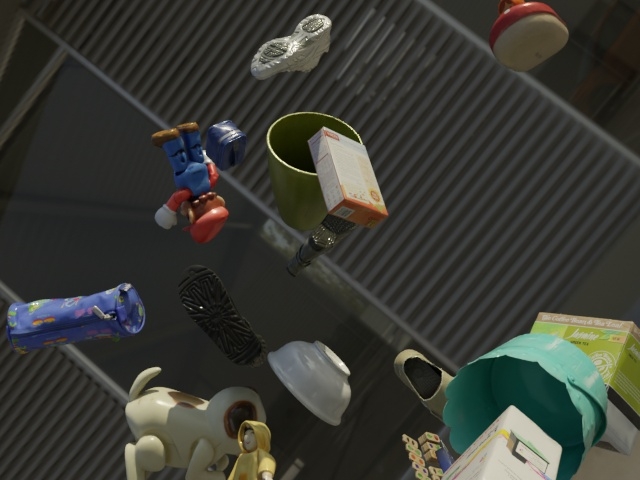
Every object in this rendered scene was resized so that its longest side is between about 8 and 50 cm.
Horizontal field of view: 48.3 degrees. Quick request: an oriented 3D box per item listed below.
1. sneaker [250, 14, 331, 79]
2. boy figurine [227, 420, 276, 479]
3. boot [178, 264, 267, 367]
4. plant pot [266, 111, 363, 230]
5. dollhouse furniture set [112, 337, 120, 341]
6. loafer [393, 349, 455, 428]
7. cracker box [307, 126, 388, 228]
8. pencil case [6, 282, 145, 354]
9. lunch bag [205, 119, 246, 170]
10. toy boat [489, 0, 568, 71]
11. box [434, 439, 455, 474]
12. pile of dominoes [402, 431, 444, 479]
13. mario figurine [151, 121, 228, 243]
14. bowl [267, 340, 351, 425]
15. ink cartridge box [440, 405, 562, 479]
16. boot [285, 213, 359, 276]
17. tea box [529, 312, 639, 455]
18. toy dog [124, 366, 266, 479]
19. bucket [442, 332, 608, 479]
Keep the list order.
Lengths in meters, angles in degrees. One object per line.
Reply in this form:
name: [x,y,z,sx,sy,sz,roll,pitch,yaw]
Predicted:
sneaker: [-0.060,-0.438,1.719,0.232,0.090,0.115,-34,-36,-13]
boy figurine: [-0.171,0.572,1.729,0.177,0.092,0.285,-28,40,44]
boot: [-0.293,0.241,2.158,0.131,0.348,0.260,-33,-8,-4]
plant pot: [-0.037,-0.176,2.101,0.275,0.274,0.294,-45,-21,-39]
dollhouse furniture set: [-0.689,0.255,2.241,0.076,0.151,0.059,-45,18,30]
loafer: [0.270,0.344,1.581,0.102,0.268,0.092,-54,-17,-1]
cracker box: [0.066,-0.155,1.764,0.155,0.232,0.067,18,-44,-41]
pencil case: [-0.550,0.176,1.596,0.305,0.120,0.133,-10,1,9]
lunch bag: [-0.196,-0.192,1.494,0.067,0.065,0.098,-29,-27,-30]
toy boat: [0.440,-0.471,1.564,0.151,0.151,0.231,-32,-11,26]
box: [0.374,0.660,1.949,0.036,0.136,0.225,-31,19,6]
pile of dominoes: [0.360,0.702,2.170,0.040,0.195,0.251,-48,38,25]
mario figurine: [-0.363,-0.145,1.923,0.197,0.321,0.170,-16,15,-7]
bowl: [-0.008,0.392,2.111,0.134,0.298,0.298,-47,-7,3]
ink cartridge box: [0.264,0.412,1.134,0.201,0.117,0.278,-54,-13,23]
boot: [0.000,0.000,1.994,0.161,0.083,0.246,-46,-5,40]
tea box: [0.775,0.413,2.118,0.329,0.220,0.324,-1,53,55]
toy dog: [-0.368,0.567,2.200,0.407,0.396,0.284,-9,-4,3]
bucket: [0.392,0.315,1.339,0.183,0.281,0.281,-18,-31,-49]
